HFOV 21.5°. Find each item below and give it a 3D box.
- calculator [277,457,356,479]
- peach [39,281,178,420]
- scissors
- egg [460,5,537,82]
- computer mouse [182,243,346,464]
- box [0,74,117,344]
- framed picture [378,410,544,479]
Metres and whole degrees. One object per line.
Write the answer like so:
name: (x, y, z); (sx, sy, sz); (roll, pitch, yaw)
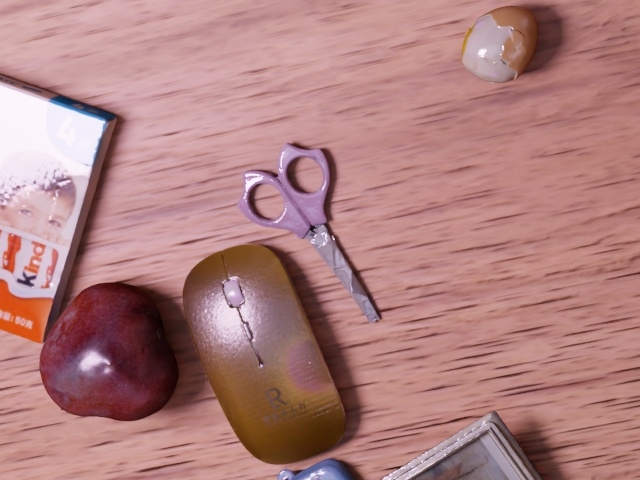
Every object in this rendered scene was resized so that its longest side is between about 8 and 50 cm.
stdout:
calculator: (0.022, 0.332, 1.836); (0.121, 0.039, 0.210); (-38, 93, 10)
peach: (-0.218, 0.125, 1.780); (0.152, 0.152, 0.152); (2, 101, 8)
scissors: (0.000, 0.000, 1.786); (0.110, 0.021, 0.212); (-33, 94, 15)
egg: (0.182, -0.199, 1.696); (0.071, 0.071, 0.083); (34, 100, 1)
computer mouse: (-0.060, 0.124, 1.803); (0.126, 0.056, 0.245); (-20, 96, 11)
box: (-0.384, -0.054, 1.820); (0.273, 0.048, 0.265); (19, 103, 5)
framed picture: (0.169, 0.337, 1.793); (0.217, 0.017, 0.274); (-35, 106, 10)
